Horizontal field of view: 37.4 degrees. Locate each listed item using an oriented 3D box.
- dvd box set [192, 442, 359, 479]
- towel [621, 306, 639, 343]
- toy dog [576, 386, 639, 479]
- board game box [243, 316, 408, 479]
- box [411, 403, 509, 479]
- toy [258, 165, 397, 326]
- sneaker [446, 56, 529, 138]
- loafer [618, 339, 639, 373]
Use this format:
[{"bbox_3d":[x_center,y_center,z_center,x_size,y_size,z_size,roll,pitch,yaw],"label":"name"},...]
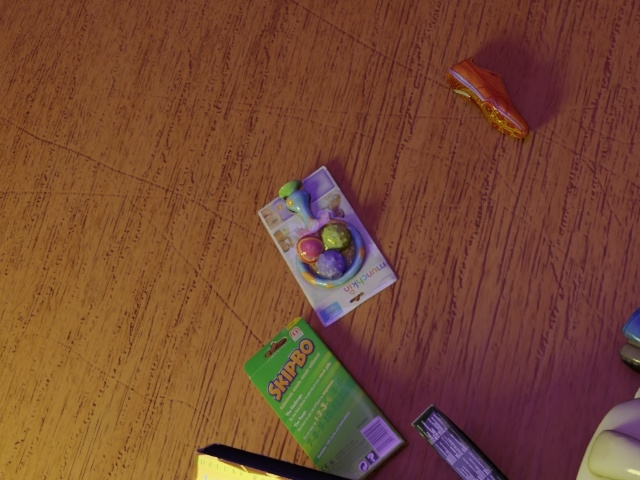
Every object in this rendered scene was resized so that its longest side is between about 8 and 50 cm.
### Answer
[{"bbox_3d":[-0.045,0.503,1.226,0.308,0.062,0.420,9,95,24],"label":"dvd box set"},{"bbox_3d":[0.572,0.111,1.144,0.243,0.040,0.336,-34,41,-29],"label":"towel"},{"bbox_3d":[0.503,0.310,1.008,0.408,0.395,0.284,21,66,32],"label":"toy dog"},{"bbox_3d":[0.002,0.243,1.408,0.124,0.039,0.259,-42,64,0],"label":"board game box"},{"bbox_3d":[0.212,0.307,1.219,0.045,0.184,0.190,-45,63,1],"label":"box"},{"bbox_3d":[0.000,0.000,1.491,0.137,0.056,0.237,-34,62,7],"label":"toy"},{"bbox_3d":[0.271,-0.228,1.476,0.067,0.064,0.175,-35,64,-7],"label":"sneaker"},{"bbox_3d":[0.522,0.163,1.207,0.269,0.102,0.092,21,84,26],"label":"loafer"}]
